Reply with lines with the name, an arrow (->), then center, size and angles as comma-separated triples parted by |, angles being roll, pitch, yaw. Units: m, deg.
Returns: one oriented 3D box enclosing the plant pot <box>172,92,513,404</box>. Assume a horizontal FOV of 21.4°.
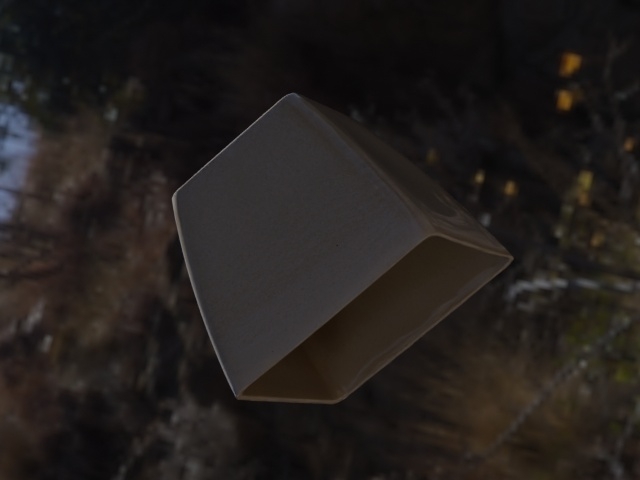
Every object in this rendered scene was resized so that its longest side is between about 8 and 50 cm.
plant pot -> 0.000, 0.000, 0.736 | 0.109, 0.096, 0.109 | -41, -20, 15
